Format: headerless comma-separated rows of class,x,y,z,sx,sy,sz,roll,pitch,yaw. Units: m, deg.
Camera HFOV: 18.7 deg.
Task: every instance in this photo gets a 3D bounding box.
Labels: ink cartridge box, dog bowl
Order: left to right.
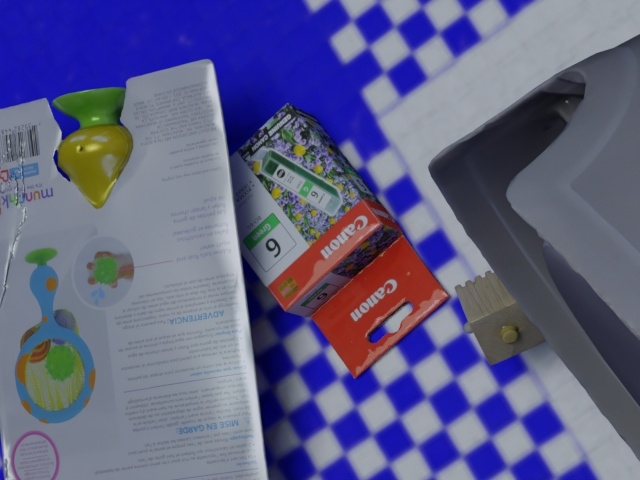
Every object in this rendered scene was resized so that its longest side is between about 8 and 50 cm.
ink cartridge box,0.000,0.000,0.893,0.063,0.029,0.115,-42,67,12
dog bowl,0.180,0.071,0.645,0.102,0.349,0.349,-38,68,-1

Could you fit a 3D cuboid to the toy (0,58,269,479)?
toy,-0.084,0.046,0.905,0.137,0.056,0.237,-11,86,26

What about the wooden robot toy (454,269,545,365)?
wooden robot toy,0.132,-0.017,0.833,0.173,0.076,0.079,-40,33,13
